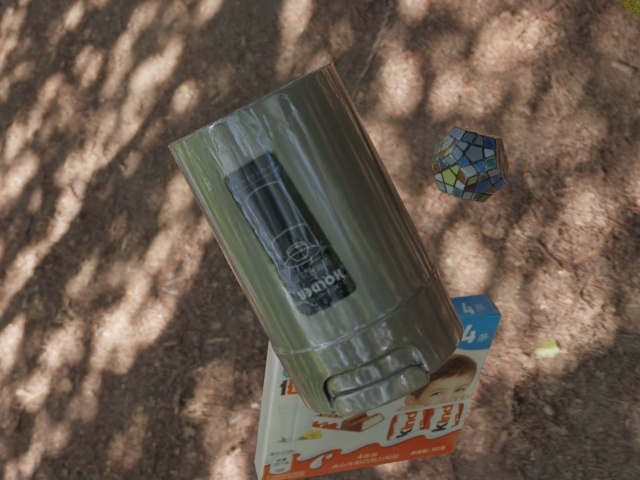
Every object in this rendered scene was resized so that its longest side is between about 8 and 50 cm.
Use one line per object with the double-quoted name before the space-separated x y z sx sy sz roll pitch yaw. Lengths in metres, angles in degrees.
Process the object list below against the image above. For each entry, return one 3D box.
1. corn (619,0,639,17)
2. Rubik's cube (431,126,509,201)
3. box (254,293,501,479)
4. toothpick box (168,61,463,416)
"corn" 0.421 -0.261 0.903 0.106 0.106 0.293 -47 33 19
"Rubik's cube" 0.208 -0.106 1.136 0.111 0.093 0.111 0 75 1
"box" 0.063 0.186 1.007 0.048 0.274 0.264 -113 24 -48
"toothpick box" 0.000 0.000 0.486 0.111 0.111 0.180 -19 103 34
